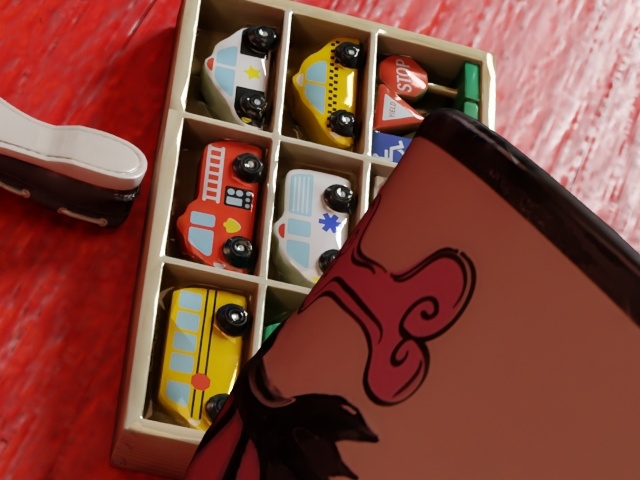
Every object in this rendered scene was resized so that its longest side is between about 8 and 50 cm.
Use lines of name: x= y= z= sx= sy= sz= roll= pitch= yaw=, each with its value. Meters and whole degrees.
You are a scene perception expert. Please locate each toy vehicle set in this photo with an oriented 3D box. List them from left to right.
toy vehicle set: x=0.000 y=0.000 z=0.842 sx=0.166 sy=0.035 sz=0.267 roll=12 pitch=53 yaw=-11

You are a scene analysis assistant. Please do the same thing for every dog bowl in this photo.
dog bowl: x=0.117 y=0.158 z=0.568 sx=0.150 sy=0.408 sz=0.408 roll=-40 pitch=72 yaw=1

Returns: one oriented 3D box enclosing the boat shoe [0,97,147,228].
boat shoe: x=-0.144 y=-0.040 z=0.820 sx=0.125 sy=0.038 sz=0.046 roll=17 pitch=33 yaw=-8
